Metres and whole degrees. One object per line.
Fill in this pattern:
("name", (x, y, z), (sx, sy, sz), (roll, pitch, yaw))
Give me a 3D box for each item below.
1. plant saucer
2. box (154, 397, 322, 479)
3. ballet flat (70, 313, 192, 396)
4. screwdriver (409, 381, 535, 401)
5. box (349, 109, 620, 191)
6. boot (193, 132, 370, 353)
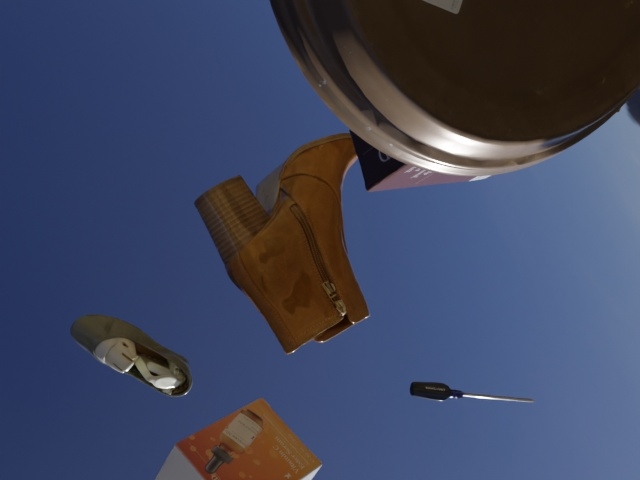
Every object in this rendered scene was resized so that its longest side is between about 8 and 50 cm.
("plant saucer", (0.102, -0.167, 0.385), (0.278, 0.278, 0.041), (35, 179, -29))
("box", (-0.107, 0.307, 0.993), (0.130, 0.091, 0.170), (43, -148, 20))
("ballet flat", (-0.276, 0.176, 1.138), (0.213, 0.072, 0.068), (35, -166, -37))
("screwdriver", (0.199, 0.204, 0.986), (0.169, 0.024, 0.025), (9, -150, -3))
("box", (0.121, -0.171, 0.675), (0.167, 0.168, 0.203), (-8, -103, -33))
("boot", (0.000, 0.000, 0.896), (0.295, 0.104, 0.211), (-31, -93, -48))
